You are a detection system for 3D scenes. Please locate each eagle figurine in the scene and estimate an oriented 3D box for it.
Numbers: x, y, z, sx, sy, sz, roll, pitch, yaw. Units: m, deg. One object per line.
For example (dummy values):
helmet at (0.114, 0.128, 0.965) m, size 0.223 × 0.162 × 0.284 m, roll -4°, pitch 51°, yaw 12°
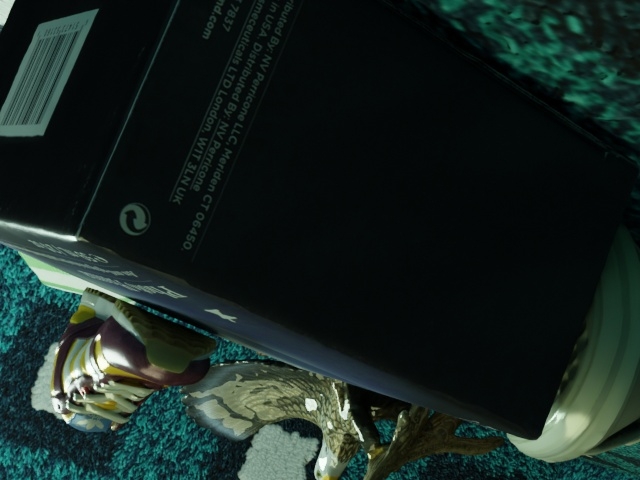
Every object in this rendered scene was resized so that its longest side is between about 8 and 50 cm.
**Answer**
eagle figurine at (0.010, 0.173, 1.242) m, size 0.298 × 0.225 × 0.226 m, roll 27°, pitch 166°, yaw 48°

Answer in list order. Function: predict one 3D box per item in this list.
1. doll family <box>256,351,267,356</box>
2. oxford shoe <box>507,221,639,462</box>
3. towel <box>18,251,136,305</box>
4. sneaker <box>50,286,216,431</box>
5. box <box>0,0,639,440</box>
doll family at (-0.097, 0.044, 1.384) m, size 0.118 × 0.163 × 0.263 m, roll -33°, pitch 136°, yaw 24°
oxford shoe at (0.211, 0.081, 0.825) m, size 0.130 × 0.169 × 0.449 m, roll 23°, pitch 179°, yaw 11°
towel at (-0.371, -0.049, 1.447) m, size 0.248 × 0.038 × 0.325 m, roll 9°, pitch 139°, yaw 47°
sneaker at (-0.119, 0.082, 0.682) m, size 0.069 × 0.084 × 0.185 m, roll 25°, pitch 173°, yaw -19°
box at (-0.034, -0.031, 0.673) m, size 0.294 × 0.183 × 0.296 m, roll 25°, pitch 172°, yaw -30°
